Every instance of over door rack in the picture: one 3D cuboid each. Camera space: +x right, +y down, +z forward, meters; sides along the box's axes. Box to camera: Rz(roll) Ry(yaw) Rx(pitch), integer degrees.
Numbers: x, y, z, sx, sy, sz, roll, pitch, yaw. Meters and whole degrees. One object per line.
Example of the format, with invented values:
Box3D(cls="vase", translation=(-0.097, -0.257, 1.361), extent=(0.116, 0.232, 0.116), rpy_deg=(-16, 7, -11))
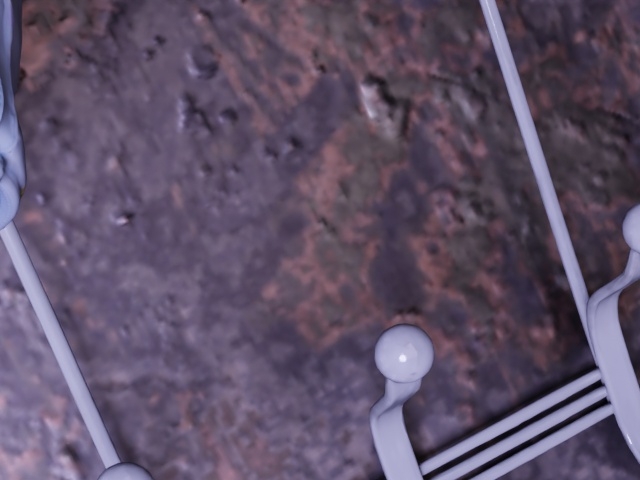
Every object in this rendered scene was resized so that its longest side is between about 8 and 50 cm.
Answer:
Box3D(cls="over door rack", translation=(0.000, 0.000, 0.546), extent=(0.240, 0.108, 0.324), rpy_deg=(-25, 97, -15))

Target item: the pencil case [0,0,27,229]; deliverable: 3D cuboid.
Box3D(cls="pencil case", translation=(-0.144, -0.129, 0.451), extent=(0.124, 0.113, 0.273), rpy_deg=(-5, 69, 11))
